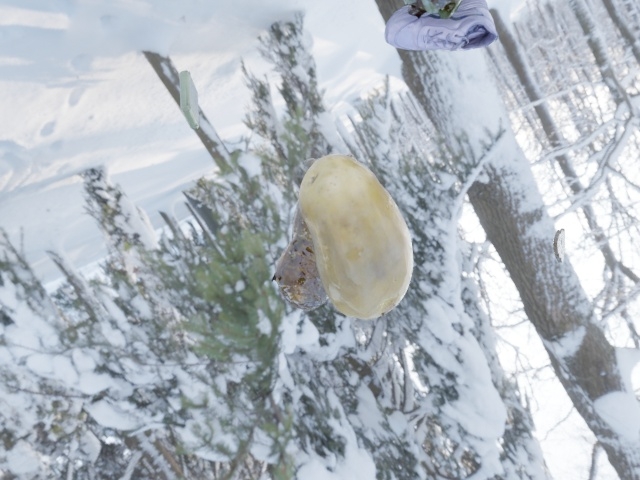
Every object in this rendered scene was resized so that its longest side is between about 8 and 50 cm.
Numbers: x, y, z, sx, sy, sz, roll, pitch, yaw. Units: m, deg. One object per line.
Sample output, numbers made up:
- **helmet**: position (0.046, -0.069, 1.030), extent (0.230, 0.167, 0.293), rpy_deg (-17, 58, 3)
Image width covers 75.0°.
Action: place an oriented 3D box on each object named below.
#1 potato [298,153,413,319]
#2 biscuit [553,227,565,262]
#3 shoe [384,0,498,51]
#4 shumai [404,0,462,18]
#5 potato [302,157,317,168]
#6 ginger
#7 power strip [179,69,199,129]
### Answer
- **potato**: position (0.050, -0.006, 0.567), extent (0.146, 0.234, 0.150), rpy_deg (-24, -156, -17)
- **biscuit**: position (0.545, 0.010, 0.956), extent (0.016, 0.082, 0.092), rpy_deg (5, 180, 43)
- **shoe**: position (0.270, -0.466, 0.932), extent (0.244, 0.095, 0.138), rpy_deg (-12, -128, 1)
- **shumai**: position (0.241, -0.550, 0.794), extent (0.255, 0.218, 0.189), rpy_deg (1, -164, -12)
- **potato**: position (-0.033, -0.262, 1.417), extent (0.036, 0.093, 0.037), rpy_deg (6, 112, -45)
- **ginger**: position (0.000, 0.000, 1.007), extent (0.254, 0.176, 0.419), rpy_deg (-74, -174, -56)
- **power strip**: position (-0.340, -0.368, 1.078), extent (0.028, 0.169, 0.076), rpy_deg (-13, 147, 0)
